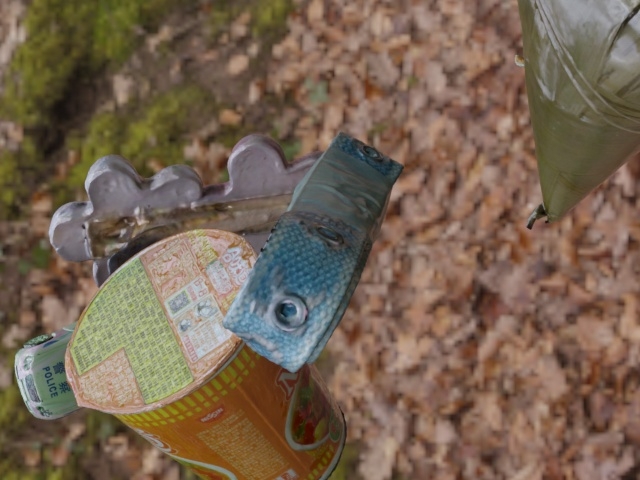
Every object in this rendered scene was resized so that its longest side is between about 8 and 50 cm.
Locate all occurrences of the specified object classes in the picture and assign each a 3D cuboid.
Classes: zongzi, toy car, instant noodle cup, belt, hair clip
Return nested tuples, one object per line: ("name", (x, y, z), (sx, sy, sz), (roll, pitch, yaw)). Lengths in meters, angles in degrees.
("zongzi", (0.217, -0.273, 1.305), (0.447, 0.181, 0.418), (62, 150, 16))
("toy car", (-0.230, 0.124, 1.516), (0.076, 0.224, 0.090), (-1, 108, 48))
("instant noodle cup", (-0.072, 0.111, 1.028), (0.185, 0.168, 0.168), (54, -162, -40))
("belt", (0.000, 0.000, 0.943), (0.087, 0.072, 0.302), (-64, -1, 21))
("hair clip", (-0.104, -0.019, 1.184), (0.075, 0.257, 0.146), (-127, 28, -54))

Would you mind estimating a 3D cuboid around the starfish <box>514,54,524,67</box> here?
("starfish", (0.308, -0.224, 1.485), (0.053, 0.208, 0.176), (60, -139, -15))
